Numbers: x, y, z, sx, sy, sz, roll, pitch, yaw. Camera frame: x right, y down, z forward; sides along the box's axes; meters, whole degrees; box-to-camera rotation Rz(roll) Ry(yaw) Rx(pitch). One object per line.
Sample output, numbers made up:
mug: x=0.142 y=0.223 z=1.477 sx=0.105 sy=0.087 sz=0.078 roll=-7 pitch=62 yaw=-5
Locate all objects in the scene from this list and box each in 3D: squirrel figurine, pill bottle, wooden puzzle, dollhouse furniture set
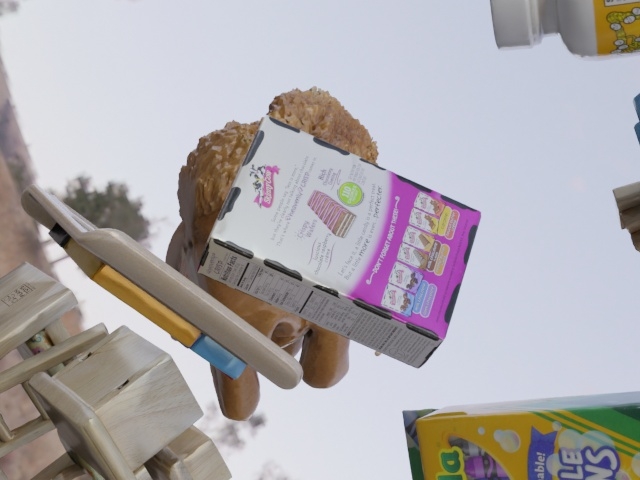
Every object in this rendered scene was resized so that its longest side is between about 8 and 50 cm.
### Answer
squirrel figurine: x=0.000 y=0.000 z=1.574 sx=0.281 sy=0.370 sz=0.397 roll=-150 pitch=-125 yaw=-64
pill bottle: x=0.221 y=-0.184 z=0.804 sx=0.117 sy=0.208 sz=0.118 roll=-5 pitch=90 yaw=-77
wooden puzzle: x=-0.145 y=0.043 z=1.004 sx=0.221 sy=0.044 sz=0.238 roll=39 pitch=-9 yaw=-28
dollhouse furniture set: x=-0.103 y=0.127 z=0.537 sx=0.161 sy=0.101 sz=0.182 roll=21 pitch=-38 yaw=53

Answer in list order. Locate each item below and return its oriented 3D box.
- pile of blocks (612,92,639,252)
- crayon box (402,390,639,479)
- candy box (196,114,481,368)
pile of blocks: x=0.242 y=-0.009 z=0.639 sx=0.362 sy=0.149 sz=0.113 roll=48 pitch=27 yaw=-58
crayon box: x=0.220 y=0.261 z=1.158 sx=0.323 sy=0.083 sz=0.203 roll=-10 pitch=-91 yaw=31
candy box: x=0.020 y=0.001 z=1.123 sx=0.233 sy=0.159 sz=0.071 roll=25 pitch=-35 yaw=-4
